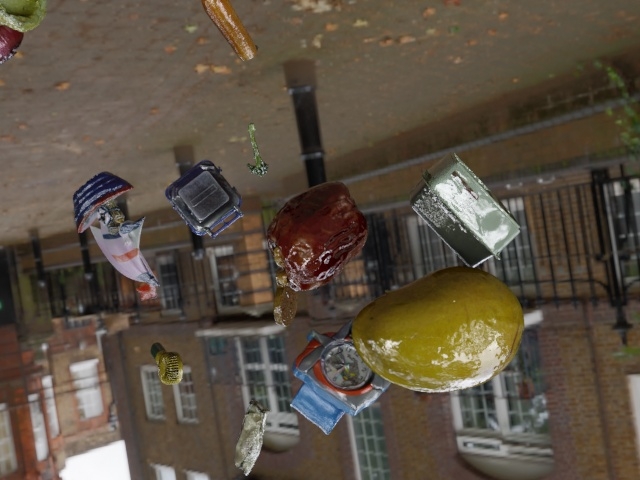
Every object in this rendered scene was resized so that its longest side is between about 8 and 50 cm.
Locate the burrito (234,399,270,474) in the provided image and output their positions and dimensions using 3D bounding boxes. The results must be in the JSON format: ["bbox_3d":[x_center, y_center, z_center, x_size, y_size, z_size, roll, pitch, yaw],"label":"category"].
[{"bbox_3d":[-0.176,0.503,1.944,0.063,0.229,0.058,12,-151,-8],"label":"burrito"}]

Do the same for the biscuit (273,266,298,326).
[{"bbox_3d":[-0.097,0.136,2.251,0.039,0.236,0.180,4,167,19],"label":"biscuit"}]

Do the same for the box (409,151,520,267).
[{"bbox_3d":[0.367,-0.079,1.962,0.166,0.290,0.220,-43,-174,15],"label":"box"}]

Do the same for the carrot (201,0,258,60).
[{"bbox_3d":[-0.233,-0.550,1.927,0.067,0.067,0.225,-9,146,23],"label":"carrot"}]

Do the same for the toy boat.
[{"bbox_3d":[-0.491,-0.009,1.818,0.219,0.318,0.072,-3,-162,31],"label":"toy boat"}]

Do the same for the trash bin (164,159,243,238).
[{"bbox_3d":[-0.317,-0.097,2.090,0.163,0.184,0.234,-39,-177,-13],"label":"trash bin"}]

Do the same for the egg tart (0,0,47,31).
[{"bbox_3d":[-0.587,-0.475,1.404,0.078,0.197,0.197,-8,180,15],"label":"egg tart"}]

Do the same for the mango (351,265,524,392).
[{"bbox_3d":[0.277,0.208,1.787,0.445,0.301,0.221,3,-172,-29],"label":"mango"}]

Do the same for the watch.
[{"bbox_3d":[0.059,0.342,2.012,0.305,0.241,0.274,-44,166,-35],"label":"watch"}]

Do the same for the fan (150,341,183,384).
[{"bbox_3d":[-0.399,0.309,1.944,0.039,0.082,0.155,1,-160,-34],"label":"fan"}]

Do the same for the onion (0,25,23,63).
[{"bbox_3d":[-0.881,-0.522,1.957,0.248,0.248,0.161,-9,156,8],"label":"onion"}]

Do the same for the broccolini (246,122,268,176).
[{"bbox_3d":[-0.153,-0.213,1.871,0.054,0.052,0.194,-16,151,-11],"label":"broccolini"}]

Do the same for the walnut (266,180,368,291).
[{"bbox_3d":[0.000,0.000,1.897,0.269,0.243,0.222,-33,-131,-16],"label":"walnut"}]
